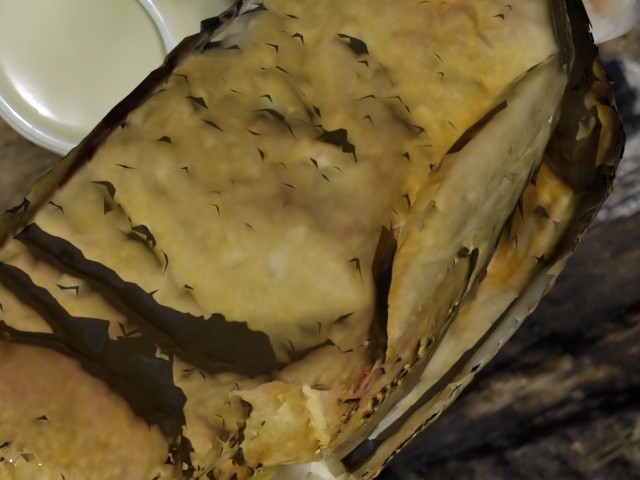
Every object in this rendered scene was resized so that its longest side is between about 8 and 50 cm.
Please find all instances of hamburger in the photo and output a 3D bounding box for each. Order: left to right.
[{"bbox_3d":[0.000,0.000,0.450,0.131,0.262,0.124,38,163,18],"label":"hamburger"}]

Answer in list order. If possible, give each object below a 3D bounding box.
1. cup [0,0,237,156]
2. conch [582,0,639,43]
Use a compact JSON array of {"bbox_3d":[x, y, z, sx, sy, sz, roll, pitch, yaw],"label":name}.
[{"bbox_3d":[-0.139,-0.174,0.874,0.255,0.202,0.173,32,127,-3],"label":"cup"},{"bbox_3d":[0.127,-0.170,0.889,0.255,0.127,0.158,-18,60,46],"label":"conch"}]
